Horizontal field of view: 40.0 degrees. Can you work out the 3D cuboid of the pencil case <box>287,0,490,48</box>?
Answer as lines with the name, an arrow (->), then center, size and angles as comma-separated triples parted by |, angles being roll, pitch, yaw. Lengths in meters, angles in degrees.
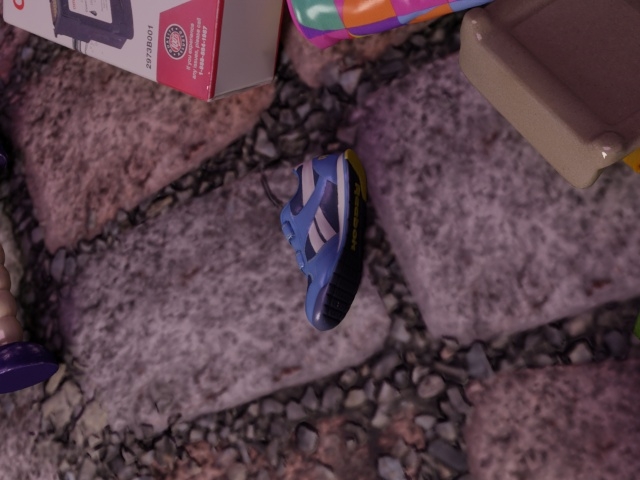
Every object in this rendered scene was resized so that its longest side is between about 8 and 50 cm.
pencil case -> 0.088, -0.222, 0.672 | 0.236, 0.104, 0.105 | -13, 75, 19

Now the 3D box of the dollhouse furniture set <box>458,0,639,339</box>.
dollhouse furniture set -> 0.251, -0.063, 0.574 | 0.197, 0.151, 0.301 | -33, 60, -4

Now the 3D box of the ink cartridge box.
ink cartridge box -> -0.149, -0.238, 0.731 | 0.237, 0.100, 0.172 | 23, 120, 24

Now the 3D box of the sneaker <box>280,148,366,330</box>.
sneaker -> 0.000, 0.000, 0.688 | 0.059, 0.053, 0.144 | -1, 71, 21

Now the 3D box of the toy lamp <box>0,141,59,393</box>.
toy lamp -> -0.304, -0.003, 0.796 | 0.080, 0.080, 0.275 | -27, 72, 15
